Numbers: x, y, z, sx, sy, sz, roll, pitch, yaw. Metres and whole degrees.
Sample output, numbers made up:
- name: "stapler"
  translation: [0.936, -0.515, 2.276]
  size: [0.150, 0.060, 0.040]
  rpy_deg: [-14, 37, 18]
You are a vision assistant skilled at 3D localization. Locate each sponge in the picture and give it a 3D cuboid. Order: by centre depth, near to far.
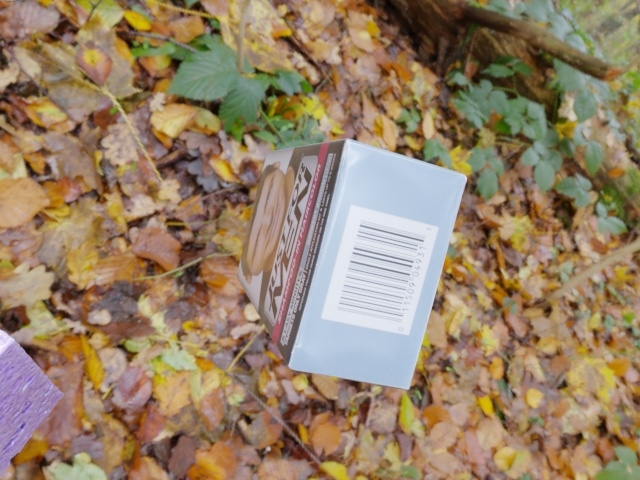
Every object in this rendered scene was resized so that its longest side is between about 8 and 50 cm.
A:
- name: "sponge"
  translation: [-0.271, 0.146, 0.442]
  size: [0.031, 0.210, 0.117]
  rpy_deg: [32, 61, 1]

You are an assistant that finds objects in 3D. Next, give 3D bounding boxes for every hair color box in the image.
- name: "hair color box"
  translation: [0.000, 0.000, 0.613]
  size: [0.113, 0.185, 0.374]
  rpy_deg: [14, 3, -15]

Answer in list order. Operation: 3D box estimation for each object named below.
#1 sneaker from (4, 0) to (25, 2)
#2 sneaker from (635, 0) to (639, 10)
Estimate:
- name: "sneaker"
  translation: [-0.309, -0.345, 0.627]
  size: [0.086, 0.237, 0.085]
  rpy_deg: [-21, 94, -67]
- name: "sneaker"
  translation: [0.215, -0.240, 0.386]
  size: [0.169, 0.447, 0.257]
  rpy_deg: [-3, 106, -54]
